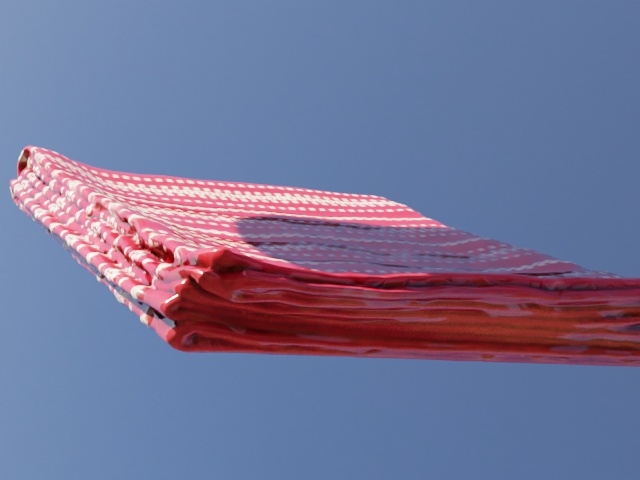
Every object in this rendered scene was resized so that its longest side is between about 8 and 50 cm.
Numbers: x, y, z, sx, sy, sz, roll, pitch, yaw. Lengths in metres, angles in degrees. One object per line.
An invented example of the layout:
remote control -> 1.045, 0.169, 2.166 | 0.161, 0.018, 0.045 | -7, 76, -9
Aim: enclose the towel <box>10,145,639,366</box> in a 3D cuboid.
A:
towel -> 0.000, 0.000, 0.487 | 0.275, 0.198, 0.031 | -156, -107, -65
